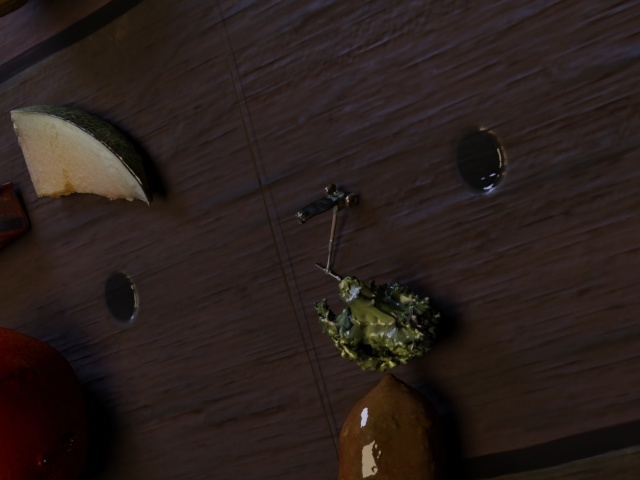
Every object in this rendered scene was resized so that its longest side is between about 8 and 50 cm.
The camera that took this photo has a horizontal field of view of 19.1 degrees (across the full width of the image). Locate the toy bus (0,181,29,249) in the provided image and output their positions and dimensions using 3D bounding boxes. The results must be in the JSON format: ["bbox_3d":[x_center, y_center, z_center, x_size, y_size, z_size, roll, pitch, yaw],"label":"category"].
[{"bbox_3d":[-0.385,-0.002,2.017,0.192,0.065,0.077,-30,83,45],"label":"toy bus"}]

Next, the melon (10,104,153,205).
[{"bbox_3d":[-0.226,-0.083,1.845,0.182,0.054,0.098,5,107,46],"label":"melon"}]

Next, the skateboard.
[{"bbox_3d":[0.000,0.000,1.626,0.032,0.064,0.083,27,128,31],"label":"skateboard"}]

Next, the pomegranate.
[{"bbox_3d":[-0.338,0.189,1.915,0.235,0.210,0.210,-3,96,63],"label":"pomegranate"}]

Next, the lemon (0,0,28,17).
[{"bbox_3d":[-0.333,-0.311,1.815,0.187,0.187,0.244,30,113,39],"label":"lemon"}]

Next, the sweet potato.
[{"bbox_3d":[0.058,0.255,1.591,0.097,0.097,0.292,19,113,42],"label":"sweet potato"}]

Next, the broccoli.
[{"bbox_3d":[0.047,0.066,1.565,0.095,0.092,0.097,-41,41,9],"label":"broccoli"}]
